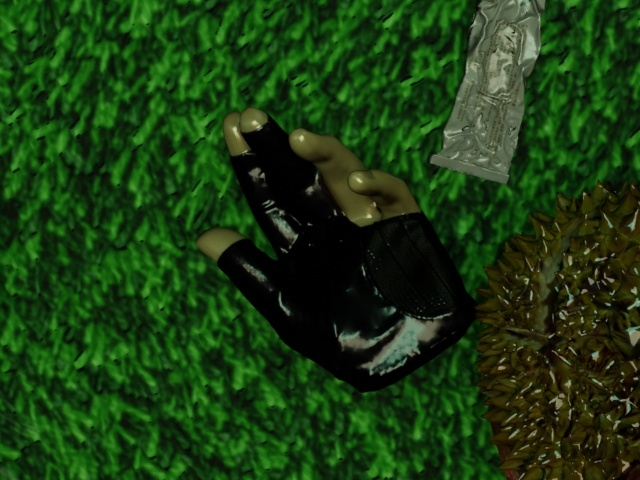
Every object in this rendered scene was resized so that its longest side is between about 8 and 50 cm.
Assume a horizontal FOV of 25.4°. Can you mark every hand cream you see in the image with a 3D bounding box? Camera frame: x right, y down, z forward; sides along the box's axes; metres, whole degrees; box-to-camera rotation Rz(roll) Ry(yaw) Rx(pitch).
[{"bbox_3d":[0.172,-0.184,1.364,0.084,0.050,0.257,12,99,-5],"label":"hand cream"}]

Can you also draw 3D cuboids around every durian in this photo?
[{"bbox_3d":[0.309,0.113,1.252,0.384,0.347,0.347,37,94,-8],"label":"durian"}]

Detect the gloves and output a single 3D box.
[{"bbox_3d":[0.002,0.005,1.329,0.197,0.152,0.301,-34,97,-5],"label":"gloves"}]
